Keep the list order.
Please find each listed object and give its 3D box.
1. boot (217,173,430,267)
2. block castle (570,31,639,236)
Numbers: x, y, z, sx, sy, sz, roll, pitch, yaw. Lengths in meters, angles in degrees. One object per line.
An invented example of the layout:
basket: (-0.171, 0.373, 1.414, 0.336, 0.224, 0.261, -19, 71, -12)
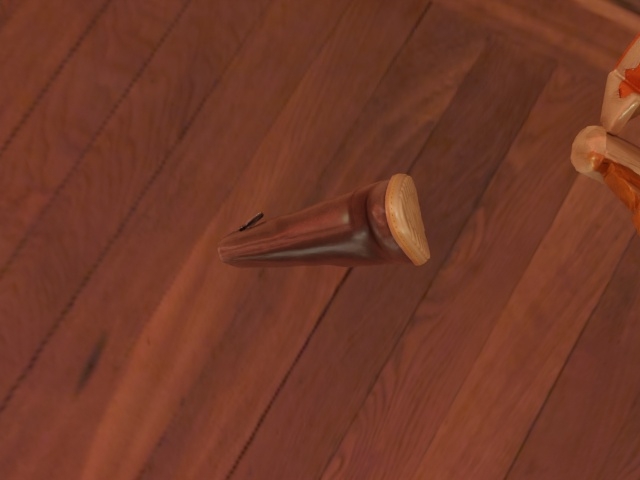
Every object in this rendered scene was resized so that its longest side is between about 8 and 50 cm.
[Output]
boot: (0.000, 0.000, 1.374, 0.207, 0.248, 0.090, -12, 88, 4)
block castle: (0.492, -0.148, 1.386, 0.213, 0.453, 0.303, 21, 25, -31)
